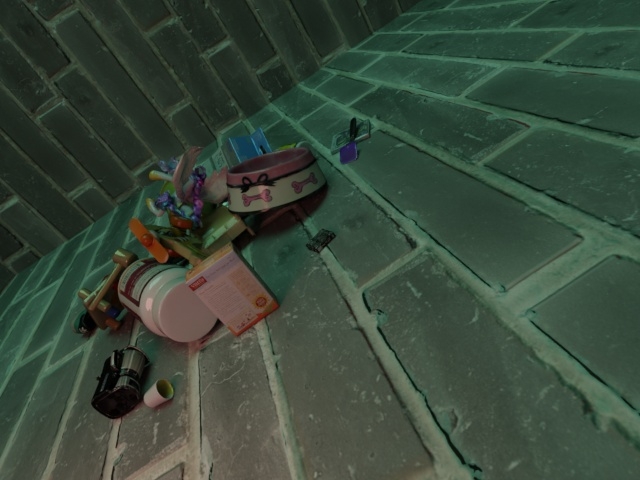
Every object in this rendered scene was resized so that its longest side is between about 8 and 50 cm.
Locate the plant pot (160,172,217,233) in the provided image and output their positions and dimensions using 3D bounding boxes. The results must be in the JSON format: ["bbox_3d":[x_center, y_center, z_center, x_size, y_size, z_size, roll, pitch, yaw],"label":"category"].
[{"bbox_3d":[-0.596,-0.135,1.946,0.275,0.276,0.254,-31,42,6],"label":"plant pot"}]

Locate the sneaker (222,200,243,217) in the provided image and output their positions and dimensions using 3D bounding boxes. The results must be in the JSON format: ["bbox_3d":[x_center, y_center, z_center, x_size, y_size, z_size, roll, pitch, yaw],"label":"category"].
[{"bbox_3d":[-0.375,-0.130,1.863,0.235,0.090,0.095,-38,39,-4],"label":"sneaker"}]

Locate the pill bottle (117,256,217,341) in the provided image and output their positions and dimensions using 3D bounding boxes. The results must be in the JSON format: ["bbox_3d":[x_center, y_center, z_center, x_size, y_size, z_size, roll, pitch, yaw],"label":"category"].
[{"bbox_3d":[-0.499,0.186,1.380,0.392,0.224,0.224,10,51,51],"label":"pill bottle"}]

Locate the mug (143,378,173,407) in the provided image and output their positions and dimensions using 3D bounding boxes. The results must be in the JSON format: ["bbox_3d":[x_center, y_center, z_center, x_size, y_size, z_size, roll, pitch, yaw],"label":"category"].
[{"bbox_3d":[-0.445,0.426,1.160,0.064,0.078,0.062,-39,61,10],"label":"mug"}]

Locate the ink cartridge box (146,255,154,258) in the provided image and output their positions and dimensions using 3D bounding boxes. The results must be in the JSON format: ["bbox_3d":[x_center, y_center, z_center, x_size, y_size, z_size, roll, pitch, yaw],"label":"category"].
[{"bbox_3d":[-0.734,0.099,1.916,0.224,0.056,0.181,-43,31,-11],"label":"ink cartridge box"}]

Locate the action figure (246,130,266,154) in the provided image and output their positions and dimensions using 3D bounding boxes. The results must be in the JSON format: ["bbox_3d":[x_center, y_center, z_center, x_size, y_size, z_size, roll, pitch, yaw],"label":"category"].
[{"bbox_3d":[-0.314,-0.382,2.005,0.185,0.099,0.285,36,114,46],"label":"action figure"}]

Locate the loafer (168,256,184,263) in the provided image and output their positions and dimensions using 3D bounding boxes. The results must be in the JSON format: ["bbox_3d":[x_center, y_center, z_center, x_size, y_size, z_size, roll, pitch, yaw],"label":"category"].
[{"bbox_3d":[-0.614,0.054,1.794,0.220,0.078,0.080,-43,11,-38],"label":"loafer"}]

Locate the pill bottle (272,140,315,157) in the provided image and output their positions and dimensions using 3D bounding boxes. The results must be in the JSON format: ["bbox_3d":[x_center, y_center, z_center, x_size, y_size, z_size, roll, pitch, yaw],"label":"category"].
[{"bbox_3d":[-0.134,-0.387,1.955,0.208,0.119,0.119,1,45,45],"label":"pill bottle"}]

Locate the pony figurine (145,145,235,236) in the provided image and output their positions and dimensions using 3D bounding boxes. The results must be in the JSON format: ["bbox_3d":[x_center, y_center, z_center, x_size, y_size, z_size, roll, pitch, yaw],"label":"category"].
[{"bbox_3d":[-0.537,-0.206,1.694,0.363,0.302,0.351,28,92,34],"label":"pony figurine"}]

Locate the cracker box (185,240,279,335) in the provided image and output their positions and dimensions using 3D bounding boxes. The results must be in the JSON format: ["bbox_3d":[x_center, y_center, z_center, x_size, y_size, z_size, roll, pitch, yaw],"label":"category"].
[{"bbox_3d":[-0.245,0.139,1.186,0.155,0.232,0.067,-34,29,-1],"label":"cracker box"}]

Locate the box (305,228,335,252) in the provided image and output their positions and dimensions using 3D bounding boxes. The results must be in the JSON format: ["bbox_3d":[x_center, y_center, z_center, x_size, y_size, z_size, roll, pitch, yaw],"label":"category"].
[{"bbox_3d":[0.000,0.000,1.361,0.083,0.018,0.067,-45,31,-18],"label":"box"}]

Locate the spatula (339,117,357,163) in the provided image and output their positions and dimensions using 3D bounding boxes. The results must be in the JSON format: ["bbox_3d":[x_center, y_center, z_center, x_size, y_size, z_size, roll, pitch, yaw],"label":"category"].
[{"bbox_3d":[0.130,-0.438,1.815,0.084,0.030,0.297,-18,42,30],"label":"spatula"}]

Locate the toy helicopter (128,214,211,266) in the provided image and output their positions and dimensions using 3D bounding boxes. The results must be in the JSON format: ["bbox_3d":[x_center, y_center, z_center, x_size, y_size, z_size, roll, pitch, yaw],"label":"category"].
[{"bbox_3d":[-0.481,0.013,1.401,0.354,0.234,0.140,25,97,37],"label":"toy helicopter"}]

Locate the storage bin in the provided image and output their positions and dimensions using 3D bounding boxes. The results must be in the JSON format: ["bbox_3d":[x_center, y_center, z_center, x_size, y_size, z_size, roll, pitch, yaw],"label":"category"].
[{"bbox_3d":[-0.425,-0.002,1.685,0.262,0.123,0.260,-42,31,-14],"label":"storage bin"}]

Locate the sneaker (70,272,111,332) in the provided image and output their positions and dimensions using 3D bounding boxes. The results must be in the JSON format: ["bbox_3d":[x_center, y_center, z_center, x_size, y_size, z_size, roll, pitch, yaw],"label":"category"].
[{"bbox_3d":[-0.941,0.270,1.827,0.120,0.108,0.302,-8,47,37],"label":"sneaker"}]

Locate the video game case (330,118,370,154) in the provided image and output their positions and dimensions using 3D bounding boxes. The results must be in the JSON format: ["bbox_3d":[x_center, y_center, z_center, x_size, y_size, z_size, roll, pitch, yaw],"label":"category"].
[{"bbox_3d":[0.136,-0.472,1.909,0.190,0.022,0.173,-21,32,22],"label":"video game case"}]

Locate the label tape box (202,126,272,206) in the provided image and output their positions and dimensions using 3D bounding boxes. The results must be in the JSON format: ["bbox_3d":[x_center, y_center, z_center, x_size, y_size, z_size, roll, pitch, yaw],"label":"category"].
[{"bbox_3d":[-0.373,-0.334,1.921,0.333,0.105,0.241,-36,70,28],"label":"label tape box"}]

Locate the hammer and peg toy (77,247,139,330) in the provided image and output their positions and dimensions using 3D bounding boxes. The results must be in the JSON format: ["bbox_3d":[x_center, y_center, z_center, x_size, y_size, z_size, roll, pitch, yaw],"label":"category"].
[{"bbox_3d":[-0.779,0.174,1.582,0.266,0.127,0.361,-57,-8,-33],"label":"hammer and peg toy"}]

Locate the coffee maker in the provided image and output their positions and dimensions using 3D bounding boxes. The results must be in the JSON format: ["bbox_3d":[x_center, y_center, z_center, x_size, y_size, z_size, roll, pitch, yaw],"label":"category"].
[{"bbox_3d":[-0.603,0.434,1.258,0.171,0.120,0.178,-53,25,15],"label":"coffee maker"}]

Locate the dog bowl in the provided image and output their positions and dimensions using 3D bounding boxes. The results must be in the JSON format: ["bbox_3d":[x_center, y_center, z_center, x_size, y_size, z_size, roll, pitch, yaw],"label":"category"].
[{"bbox_3d":[-0.187,-0.246,1.654,0.407,0.151,0.408,-12,22,5],"label":"dog bowl"}]
